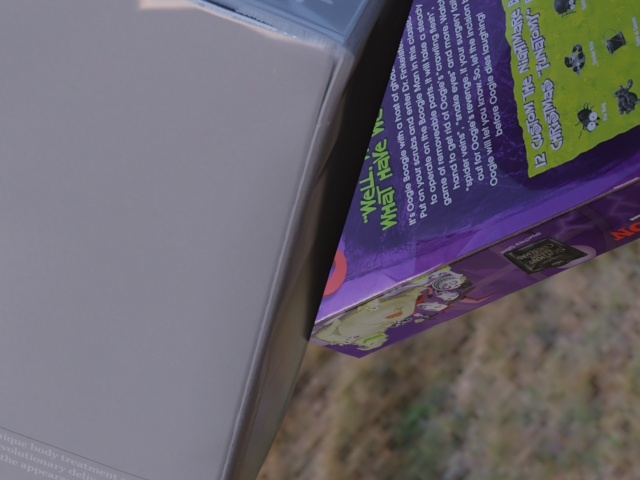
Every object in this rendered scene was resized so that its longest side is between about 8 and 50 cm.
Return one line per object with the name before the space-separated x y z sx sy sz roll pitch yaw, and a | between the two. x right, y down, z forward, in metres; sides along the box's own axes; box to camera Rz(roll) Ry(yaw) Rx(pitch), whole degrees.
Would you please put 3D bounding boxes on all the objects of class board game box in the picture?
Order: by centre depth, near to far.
board game box | 0.060 -0.149 0.754 0.208 0.056 0.346 -23 60 30

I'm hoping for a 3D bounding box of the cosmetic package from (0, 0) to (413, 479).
cosmetic package | -0.058 -0.011 0.531 0.107 0.127 0.238 -63 -6 -48
